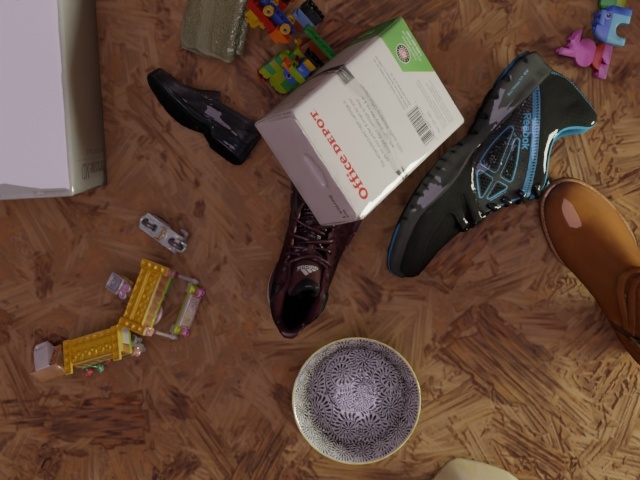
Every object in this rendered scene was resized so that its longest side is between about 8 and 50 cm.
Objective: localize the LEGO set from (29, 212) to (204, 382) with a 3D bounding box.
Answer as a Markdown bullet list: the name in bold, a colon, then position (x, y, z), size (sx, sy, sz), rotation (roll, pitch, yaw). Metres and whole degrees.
- **LEGO set**: position (-0.254, 0.110, 1.598), size (0.287, 0.107, 0.132), rotation (-51, 58, 9)

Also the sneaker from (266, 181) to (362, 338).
- **sneaker**: position (0.000, 0.000, 1.510), size (0.106, 0.162, 0.281), rotation (13, 107, -2)

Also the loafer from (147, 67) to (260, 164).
- **loafer**: position (-0.153, -0.174, 1.575), size (0.170, 0.062, 0.061), rotation (41, 73, -7)

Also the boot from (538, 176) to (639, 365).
- **boot**: position (0.380, 0.050, 1.502), size (0.109, 0.220, 0.283), rotation (-25, 95, 4)

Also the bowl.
- **bowl**: position (0.047, 0.206, 1.593), size (0.170, 0.080, 0.170), rotation (0, 96, 0)

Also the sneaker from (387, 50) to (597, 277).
- **sneaker**: position (0.215, -0.076, 1.536), size (0.140, 0.125, 0.341), rotation (37, 95, 2)

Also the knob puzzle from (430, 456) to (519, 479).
- **knob puzzle**: position (0.211, 0.386, 1.635), size (0.213, 0.030, 0.213), rotation (0, 96, 1)

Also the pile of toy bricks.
- **pile of toy bricks**: position (-0.035, -0.230, 1.552), size (0.105, 0.118, 0.212), rotation (-31, 113, 31)

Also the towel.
- **towel**: position (-0.131, -0.309, 1.543), size (0.110, 0.027, 0.148), rotation (20, 100, 36)

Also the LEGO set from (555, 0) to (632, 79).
- **LEGO set**: position (0.354, -0.330, 1.532), size (0.093, 0.087, 0.227), rotation (13, 95, -1)

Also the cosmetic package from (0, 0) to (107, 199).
- **cosmetic package**: position (-0.375, -0.282, 1.476), size (0.161, 0.230, 0.453), rotation (-2, 97, 0)

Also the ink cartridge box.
- **ink cartridge box**: position (0.049, -0.144, 1.457), size (0.219, 0.092, 0.160), rotation (-43, 108, -30)
